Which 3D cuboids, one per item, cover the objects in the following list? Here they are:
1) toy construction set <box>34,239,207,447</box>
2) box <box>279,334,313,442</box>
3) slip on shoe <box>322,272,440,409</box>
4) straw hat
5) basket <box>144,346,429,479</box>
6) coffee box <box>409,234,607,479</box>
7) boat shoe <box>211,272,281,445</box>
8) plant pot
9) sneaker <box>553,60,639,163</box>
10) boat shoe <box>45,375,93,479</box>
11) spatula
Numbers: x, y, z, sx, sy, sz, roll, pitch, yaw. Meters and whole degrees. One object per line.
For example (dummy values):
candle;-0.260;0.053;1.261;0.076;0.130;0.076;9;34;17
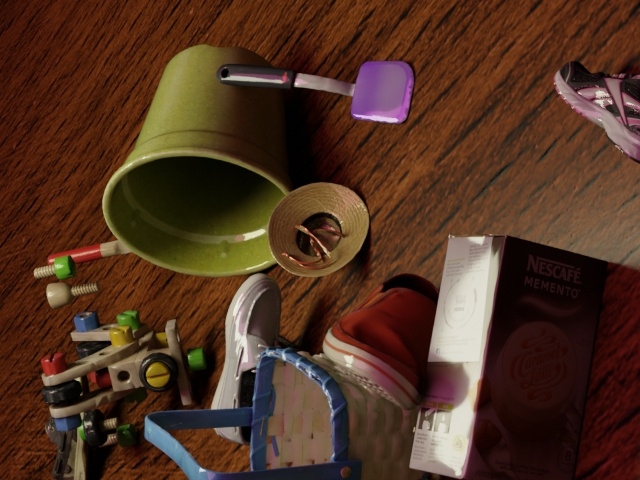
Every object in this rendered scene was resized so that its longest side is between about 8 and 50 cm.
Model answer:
toy construction set;-0.288;0.143;2.367;0.237;0.257;0.309;-13;79;10
box;-0.064;0.190;2.105;0.207;0.036;0.114;27;101;59
slip on shoe;0.081;0.102;1.714;0.101;0.123;0.331;-57;-3;12
straw hat;0.000;0.000;2.047;0.061;0.144;0.144;71;-171;-56
basket;-0.032;0.230;1.760;0.255;0.289;0.201;-153;68;-66
coffee box;0.192;0.126;1.596;0.098;0.141;0.246;-1;78;59
boat shoe;-0.082;0.160;2.045;0.081;0.079;0.227;20;100;51
plant pot;-0.150;-0.130;2.198;0.276;0.276;0.254;-42;32;44
sneaker;0.314;-0.142;1.594;0.077;0.072;0.178;-53;43;14
boat shoe;-0.410;0.306;2.527;0.080;0.073;0.223;-93;4;-60
spatula;-0.010;-0.209;2.065;0.296;0.030;0.084;10;84;24
